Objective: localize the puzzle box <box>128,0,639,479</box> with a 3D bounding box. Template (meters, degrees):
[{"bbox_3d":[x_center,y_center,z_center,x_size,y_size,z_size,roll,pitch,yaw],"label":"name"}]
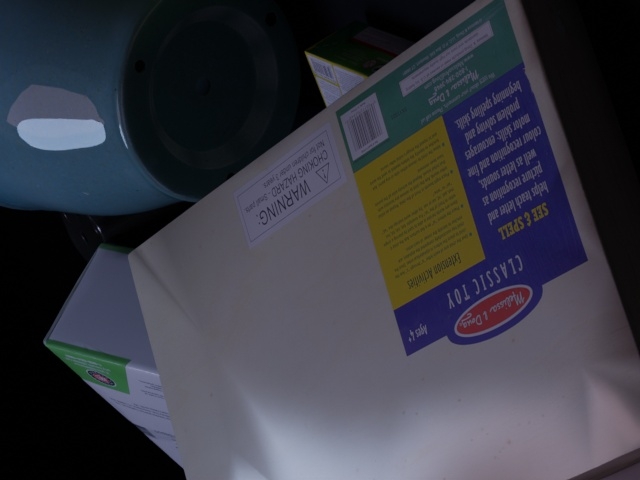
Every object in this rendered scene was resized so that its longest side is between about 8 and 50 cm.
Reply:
[{"bbox_3d":[0.039,0.055,1.130,0.409,0.052,0.272,-32,67,45],"label":"puzzle box"}]

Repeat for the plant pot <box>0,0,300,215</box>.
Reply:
[{"bbox_3d":[-0.162,-0.141,1.530,0.255,0.271,0.272,14,135,47],"label":"plant pot"}]

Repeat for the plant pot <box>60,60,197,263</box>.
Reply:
[{"bbox_3d":[-0.164,-0.044,1.837,0.188,0.167,0.187,47,160,39],"label":"plant pot"}]

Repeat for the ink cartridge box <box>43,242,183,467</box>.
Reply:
[{"bbox_3d":[-0.088,0.139,1.762,0.211,0.122,0.289,10,154,36],"label":"ink cartridge box"}]

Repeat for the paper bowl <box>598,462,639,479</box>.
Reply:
[{"bbox_3d":[0.222,0.178,1.125,0.284,0.148,0.284,52,162,25],"label":"paper bowl"}]

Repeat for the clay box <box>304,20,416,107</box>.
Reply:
[{"bbox_3d":[0.074,-0.041,1.332,0.127,0.053,0.222,30,149,55],"label":"clay box"}]
